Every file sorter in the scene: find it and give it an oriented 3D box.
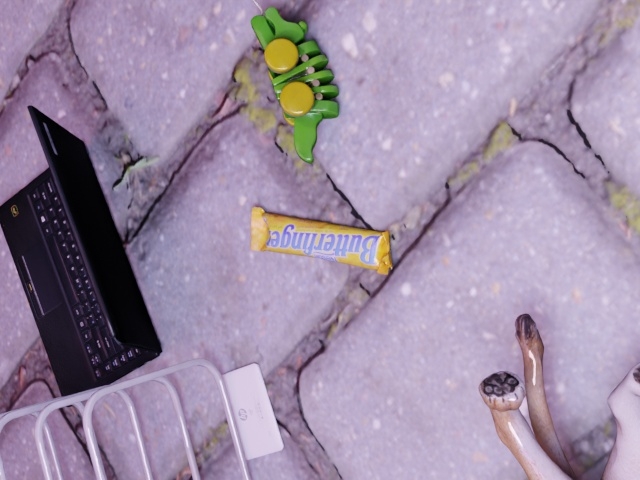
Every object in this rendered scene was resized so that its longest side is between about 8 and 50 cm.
[{"bbox_3d":[-0.225,0.231,1.231,0.277,0.193,0.173,-18,87,37],"label":"file sorter"}]

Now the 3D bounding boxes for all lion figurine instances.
[{"bbox_3d":[0.249,0.225,0.865,0.392,0.142,0.240,55,170,54],"label":"lion figurine"}]

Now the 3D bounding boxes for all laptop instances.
[{"bbox_3d":[-0.262,0.027,1.287,0.264,0.136,0.234,-30,76,40],"label":"laptop"}]

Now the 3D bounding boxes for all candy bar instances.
[{"bbox_3d":[0.000,0.000,1.135,0.161,0.018,0.040,10,104,40],"label":"candy bar"}]

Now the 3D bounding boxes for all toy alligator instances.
[{"bbox_3d":[-0.023,-0.159,1.112,0.051,0.056,0.190,-19,80,-1],"label":"toy alligator"}]

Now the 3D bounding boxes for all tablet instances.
[{"bbox_3d":[-0.065,0.159,1.223,0.054,0.006,0.083,-23,81,41],"label":"tablet"}]
